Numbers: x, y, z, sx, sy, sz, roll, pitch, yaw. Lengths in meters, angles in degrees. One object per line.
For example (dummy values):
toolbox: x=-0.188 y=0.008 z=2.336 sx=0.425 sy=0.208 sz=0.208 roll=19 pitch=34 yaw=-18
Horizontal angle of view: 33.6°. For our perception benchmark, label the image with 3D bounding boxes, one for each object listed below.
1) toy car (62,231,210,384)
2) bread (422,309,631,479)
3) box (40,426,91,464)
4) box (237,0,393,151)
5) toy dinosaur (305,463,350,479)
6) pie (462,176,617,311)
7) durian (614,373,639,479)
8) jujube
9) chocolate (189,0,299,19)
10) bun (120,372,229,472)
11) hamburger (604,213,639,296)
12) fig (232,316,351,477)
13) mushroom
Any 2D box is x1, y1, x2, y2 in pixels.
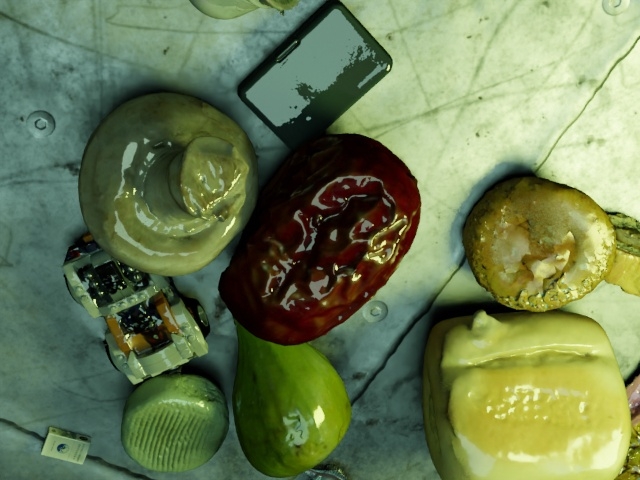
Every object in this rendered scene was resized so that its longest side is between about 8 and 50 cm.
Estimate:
toy car: x=-0.329 y=0.108 z=1.856 sx=0.193 sy=0.118 sz=0.301 roll=-22 pitch=116 yaw=6
bread: x=0.379 y=0.311 z=1.957 sx=0.375 sy=0.253 sz=0.348 roll=-5 pitch=73 yaw=-6
box: x=-0.486 y=0.392 z=2.022 sx=0.083 sy=0.024 sz=0.054 roll=18 pitch=114 yaw=-17
box: x=-0.008 y=-0.269 z=1.749 sx=0.230 sy=0.050 sz=0.160 roll=-41 pitch=115 yaw=13
toy dinosaur: x=0.013 y=0.489 z=2.124 sx=0.197 sy=0.045 sz=0.080 roll=25 pitch=102 yaw=-8
pie: x=0.386 y=0.009 z=1.877 sx=0.273 sy=0.069 sz=0.274 roll=6 pitch=108 yaw=18
durian: x=0.651 y=0.389 z=2.126 sx=0.191 sy=0.112 sz=0.341 roll=34 pitch=105 yaw=-19
jujube: x=0.001 y=-0.001 z=1.762 sx=0.377 sy=0.276 sz=0.276 roll=-43 pitch=114 yaw=14
chocolate: x=-0.144 y=-0.417 z=1.603 sx=0.147 sy=0.221 sz=0.221 roll=-19 pitch=119 yaw=23
bun: x=-0.269 y=0.328 z=1.965 sx=0.221 sy=0.108 sz=0.221 roll=-4 pitch=130 yaw=-5
hamburger: x=0.620 y=0.047 z=1.960 sx=0.262 sy=0.124 sz=0.131 roll=19 pitch=129 yaw=-11
fig: x=-0.073 y=0.277 z=1.909 sx=0.233 sy=0.233 sz=0.314 roll=-24 pitch=122 yaw=4
mushroom: x=-0.232 y=-0.086 z=1.665 sx=0.297 sy=0.290 sz=0.298 roll=-2 pitch=96 yaw=-19
